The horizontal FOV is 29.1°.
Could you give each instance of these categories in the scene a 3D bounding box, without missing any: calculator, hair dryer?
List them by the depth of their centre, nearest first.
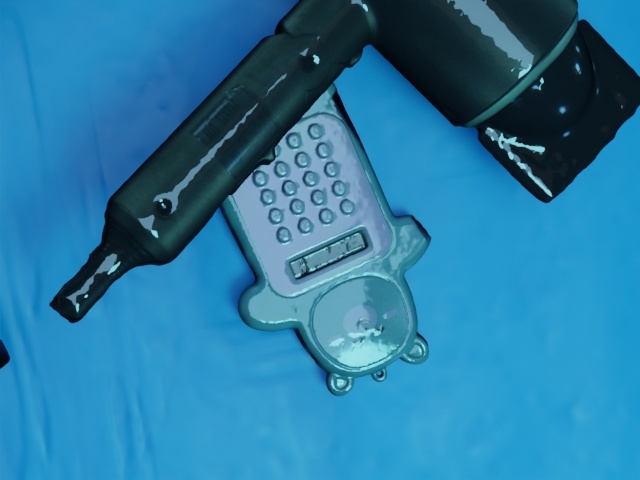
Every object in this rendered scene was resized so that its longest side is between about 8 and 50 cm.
[{"bbox_3d":[-0.003,-0.043,0.514,0.195,0.078,0.248,44,81,-8],"label":"hair dryer"},{"bbox_3d":[0.000,0.000,0.553,0.094,0.019,0.141,-25,96,-10],"label":"calculator"}]

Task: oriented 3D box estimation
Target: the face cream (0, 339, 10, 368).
[{"bbox_3d":[-0.243,0.120,0.488,0.273,0.078,0.078,-38,97,-6],"label":"face cream"}]
